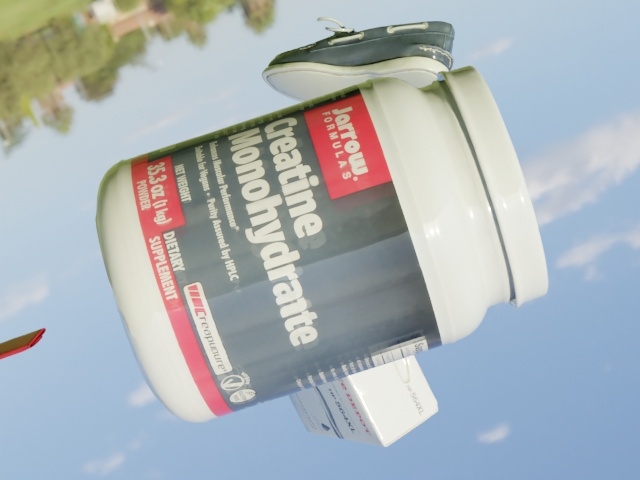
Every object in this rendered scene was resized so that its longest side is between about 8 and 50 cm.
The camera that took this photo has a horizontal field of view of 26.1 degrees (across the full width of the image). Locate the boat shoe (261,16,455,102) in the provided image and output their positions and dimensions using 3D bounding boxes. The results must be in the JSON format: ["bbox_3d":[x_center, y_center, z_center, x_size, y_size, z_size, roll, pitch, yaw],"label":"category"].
[{"bbox_3d":[0.043,-0.215,1.628,0.254,0.095,0.079,-3,-115,40],"label":"boat shoe"}]

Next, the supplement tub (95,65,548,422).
[{"bbox_3d":[0.000,0.000,0.950,0.272,0.191,0.191,-18,-167,1],"label":"supplement tub"}]

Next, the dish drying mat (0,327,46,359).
[{"bbox_3d":[-0.289,0.101,1.270,0.083,0.008,0.032,-19,-160,30],"label":"dish drying mat"}]

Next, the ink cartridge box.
[{"bbox_3d":[0.028,0.149,1.600,0.086,0.148,0.203,-31,-170,-23],"label":"ink cartridge box"}]
